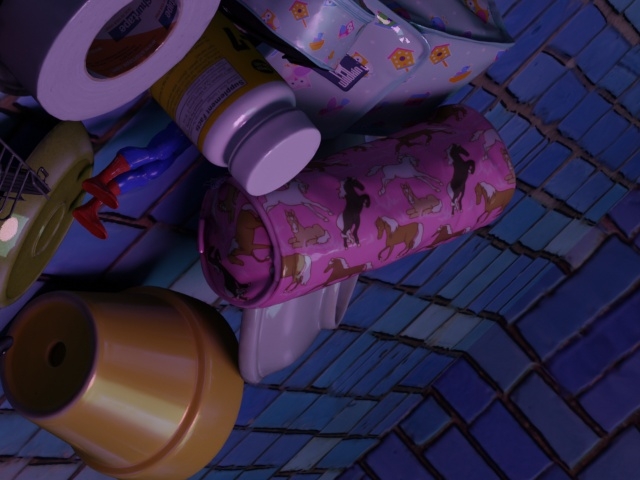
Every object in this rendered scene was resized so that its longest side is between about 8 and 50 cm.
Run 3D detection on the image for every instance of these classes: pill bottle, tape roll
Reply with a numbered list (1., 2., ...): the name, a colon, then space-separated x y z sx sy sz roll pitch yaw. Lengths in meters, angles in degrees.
1. pill bottle: -0.102 -0.153 1.879 0.119 0.208 0.119 -36 160 -15
2. tape roll: -0.193 -0.213 1.648 0.219 0.072 0.219 -37 161 -15

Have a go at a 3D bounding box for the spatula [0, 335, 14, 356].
1. spatula: -0.454 0.189 1.954 0.296 0.030 0.084 -39 168 -29

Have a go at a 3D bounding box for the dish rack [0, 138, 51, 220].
1. dish rack: -0.365 -0.073 1.593 0.271 0.208 0.074 60 43 -72

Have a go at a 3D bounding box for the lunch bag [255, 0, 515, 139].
1. lunch bag: 0.057 -0.230 2.078 0.262 0.160 0.223 0 150 -46

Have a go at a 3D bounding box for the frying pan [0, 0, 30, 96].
1. frying pan: -0.255 -0.242 1.640 0.197 0.053 0.326 -40 159 -7

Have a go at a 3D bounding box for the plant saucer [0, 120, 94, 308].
1. plant saucer: -0.304 -0.019 1.901 0.241 0.037 0.241 -60 175 -8

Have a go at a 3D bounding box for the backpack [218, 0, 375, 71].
1. backpack: -0.031 -0.265 1.806 0.144 0.188 0.166 -45 160 9

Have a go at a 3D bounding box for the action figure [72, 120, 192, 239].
1. action figure: -0.140 -0.088 2.008 0.280 0.139 0.091 -50 174 -39

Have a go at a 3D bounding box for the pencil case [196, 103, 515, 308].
1. pencil case: 0.043 -0.044 2.031 0.386 0.167 0.160 -18 161 -34

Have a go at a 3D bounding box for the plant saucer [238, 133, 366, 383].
1. plant saucer: 0.000 0.000 2.264 0.400 0.100 0.401 16 90 -83

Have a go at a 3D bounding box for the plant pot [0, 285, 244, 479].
1. plant pot: -0.263 0.168 2.245 0.254 0.254 0.239 -46 145 13
